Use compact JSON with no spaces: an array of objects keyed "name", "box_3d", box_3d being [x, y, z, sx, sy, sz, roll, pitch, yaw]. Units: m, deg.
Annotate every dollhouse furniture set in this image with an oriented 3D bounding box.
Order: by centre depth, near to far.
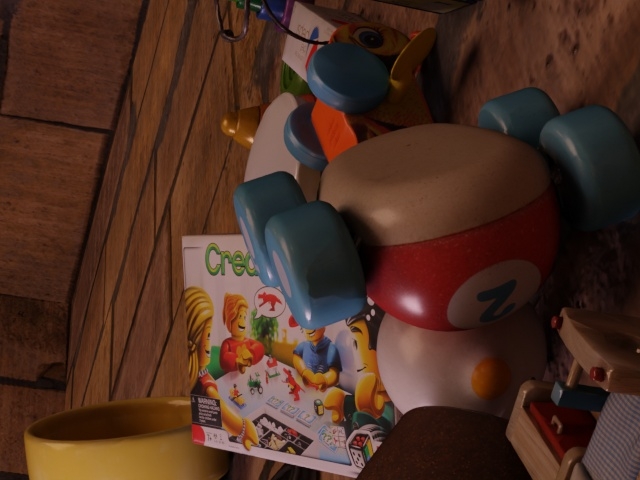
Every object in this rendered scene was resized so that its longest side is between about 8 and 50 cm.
[{"name":"dollhouse furniture set","box_3d":[0.145,0.087,0.700,0.184,0.128,0.129,-117,39,-66]}]

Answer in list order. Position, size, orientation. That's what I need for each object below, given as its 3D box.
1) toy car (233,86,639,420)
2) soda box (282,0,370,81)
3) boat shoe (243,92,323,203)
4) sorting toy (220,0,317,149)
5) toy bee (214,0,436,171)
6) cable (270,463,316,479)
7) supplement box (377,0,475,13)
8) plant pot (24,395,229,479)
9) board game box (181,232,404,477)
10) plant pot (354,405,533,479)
[{"name":"toy car","box_3d":[0.090,0.051,0.903,0.210,0.219,0.238,-140,31,-72]},{"name":"soda box","box_3d":[0.019,-0.194,1.452,0.216,0.073,0.069,-126,48,-70]},{"name":"boat shoe","box_3d":[0.000,0.000,1.341,0.108,0.102,0.301,-41,47,43]},{"name":"sorting toy","box_3d":[-0.062,-0.203,1.666,0.366,0.126,0.127,-99,23,-48]},{"name":"toy bee","box_3d":[0.049,-0.136,1.225,0.195,0.162,0.298,-36,71,59]},{"name":"cable","box_3d":[-0.056,0.305,1.522,0.287,0.072,0.139,-50,14,40]},{"name":"supplement box","box_3d":[0.085,-0.233,1.212,0.083,0.083,0.056,-173,92,-74]},{"name":"plant pot","box_3d":[-0.236,0.339,1.793,0.254,0.254,0.239,-163,67,-75]},{"name":"board game box","box_3d":[-0.015,0.088,1.182,0.305,0.053,0.193,-1,92,54]},{"name":"plant pot","box_3d":[0.069,0.222,0.816,0.215,0.215,0.230,136,155,-66]}]
